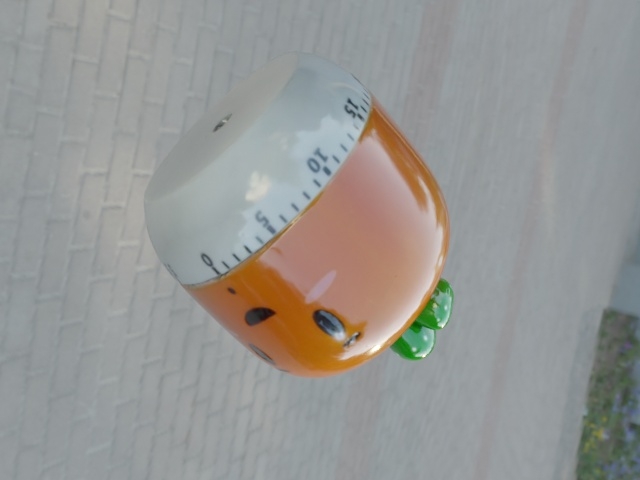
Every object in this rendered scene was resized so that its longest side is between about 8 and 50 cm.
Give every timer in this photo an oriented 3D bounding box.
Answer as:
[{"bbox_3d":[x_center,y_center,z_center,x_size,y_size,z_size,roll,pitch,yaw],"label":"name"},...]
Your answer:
[{"bbox_3d":[0.000,0.000,0.379,0.136,0.099,0.136,43,33,-37],"label":"timer"}]
